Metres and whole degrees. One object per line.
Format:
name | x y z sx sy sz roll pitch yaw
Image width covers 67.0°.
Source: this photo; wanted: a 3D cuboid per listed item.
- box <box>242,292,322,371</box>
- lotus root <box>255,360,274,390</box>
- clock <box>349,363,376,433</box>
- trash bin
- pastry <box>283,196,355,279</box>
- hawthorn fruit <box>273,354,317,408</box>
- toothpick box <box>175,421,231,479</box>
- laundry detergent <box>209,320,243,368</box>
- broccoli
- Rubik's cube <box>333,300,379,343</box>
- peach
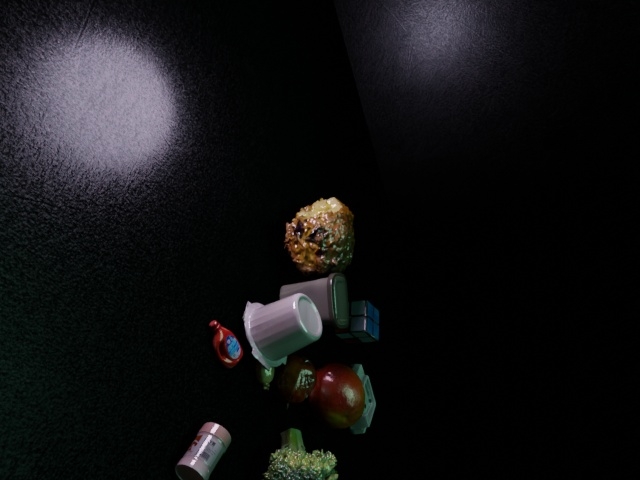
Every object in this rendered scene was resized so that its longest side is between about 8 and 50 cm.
box | -0.109 0.316 1.759 0.291 0.207 0.262 22 47 -60
lotus root | -0.201 0.467 1.751 0.073 0.062 0.150 28 51 -60
clock | 0.198 0.783 2.400 0.231 0.116 0.262 -40 118 -61
trash bin | -0.019 0.255 1.975 0.219 0.250 0.219 19 65 -62
pastry | 0.004 0.010 2.078 0.405 0.293 0.337 -61 146 -68
hawthorn fruit | -0.095 0.528 1.841 0.179 0.174 0.173 -47 124 -59
toothpick box | -0.335 0.615 1.392 0.149 0.099 0.098 -56 131 -54
laundry detergent | -0.318 0.334 1.580 0.165 0.049 0.097 64 34 -26
broccoli | -0.048 0.841 1.732 0.375 0.249 0.301 48 44 -40
Rubik's cube | 0.182 0.409 2.415 0.183 0.180 0.167 47 41 -52
peach | 0.070 0.648 2.044 0.281 0.238 0.280 8 77 -38
